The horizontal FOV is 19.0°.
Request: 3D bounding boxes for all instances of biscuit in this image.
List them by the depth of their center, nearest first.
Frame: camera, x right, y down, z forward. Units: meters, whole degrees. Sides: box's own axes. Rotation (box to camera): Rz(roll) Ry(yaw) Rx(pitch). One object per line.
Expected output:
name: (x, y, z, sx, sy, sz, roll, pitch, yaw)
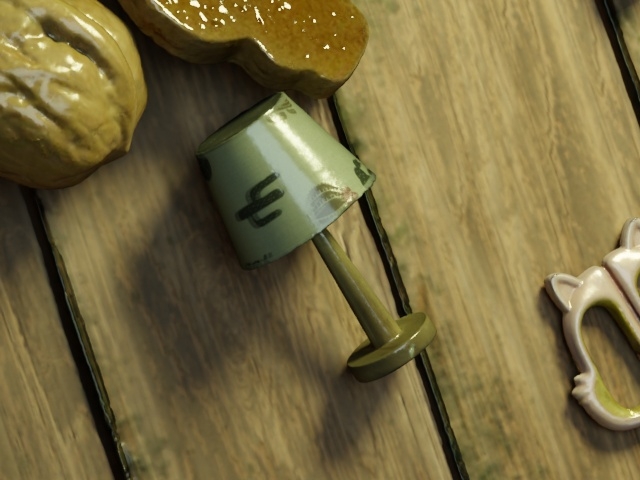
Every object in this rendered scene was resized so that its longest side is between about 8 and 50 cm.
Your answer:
biscuit: (-0.105, -0.214, 1.405, 0.320, 0.047, 0.183, 18, 51, -29)

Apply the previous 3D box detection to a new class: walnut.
walnut: (-0.204, -0.112, 1.353, 0.166, 0.149, 0.166, 22, 45, -24)

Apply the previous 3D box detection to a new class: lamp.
lamp: (0.000, 0.000, 1.406, 0.121, 0.121, 0.214, -37, 102, -18)

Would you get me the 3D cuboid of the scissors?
scissors: (0.298, 0.138, 1.519, 0.160, 0.024, 0.317, -34, 92, -18)
